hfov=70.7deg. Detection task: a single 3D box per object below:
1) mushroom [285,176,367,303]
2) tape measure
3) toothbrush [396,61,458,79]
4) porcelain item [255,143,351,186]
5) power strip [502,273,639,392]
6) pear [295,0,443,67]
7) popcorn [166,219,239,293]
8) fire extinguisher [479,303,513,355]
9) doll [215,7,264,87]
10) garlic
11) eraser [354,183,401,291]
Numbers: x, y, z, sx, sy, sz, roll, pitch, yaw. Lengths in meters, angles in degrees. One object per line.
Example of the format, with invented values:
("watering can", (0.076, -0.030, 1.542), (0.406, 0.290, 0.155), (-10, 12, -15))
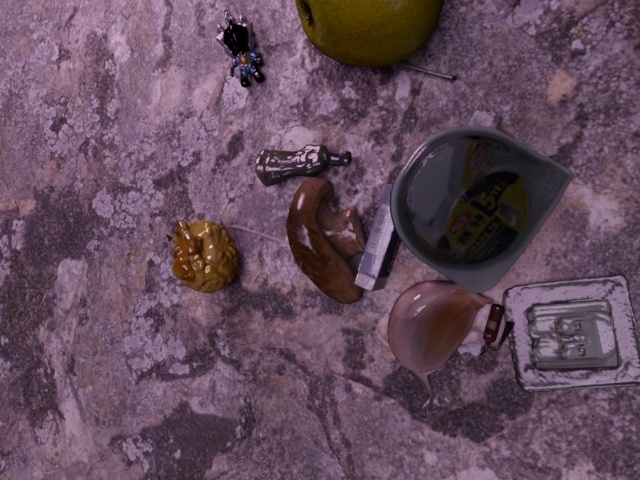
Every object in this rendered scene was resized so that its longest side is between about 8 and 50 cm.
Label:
("mushroom", (0.000, 0.000, 0.938), (0.156, 0.151, 0.285), (-21, 80, 22))
("tape measure", (0.256, -0.067, 0.788), (0.262, 0.138, 0.259), (32, 96, -4))
("toothbrush", (0.148, -0.378, 0.955), (0.294, 0.026, 0.028), (20, 114, 22))
("porcelain item", (-0.033, -0.175, 1.002), (0.216, 0.069, 0.081), (-4, 53, 21))
("power strip", (0.441, 0.167, 0.794), (0.213, 0.064, 0.198), (-13, 84, 22))
("pear", (0.091, -0.475, 0.848), (0.294, 0.294, 0.294), (-1, 88, 23))
("popcorn", (-0.273, 0.034, 1.048), (0.170, 0.180, 0.180), (7, 91, -11))
("fire extinguisher", (0.334, 0.173, 0.853), (0.046, 0.032, 0.100), (14, 103, 21))
("doll", (-0.194, -0.467, 1.080), (0.096, 0.070, 0.195), (-21, 87, 5))
("garlic", (0.196, 0.190, 0.891), (0.148, 0.128, 0.266), (35, 112, 32))
("eraser", (0.132, -0.005, 0.914), (0.046, 0.092, 0.212), (21, 96, 24))
